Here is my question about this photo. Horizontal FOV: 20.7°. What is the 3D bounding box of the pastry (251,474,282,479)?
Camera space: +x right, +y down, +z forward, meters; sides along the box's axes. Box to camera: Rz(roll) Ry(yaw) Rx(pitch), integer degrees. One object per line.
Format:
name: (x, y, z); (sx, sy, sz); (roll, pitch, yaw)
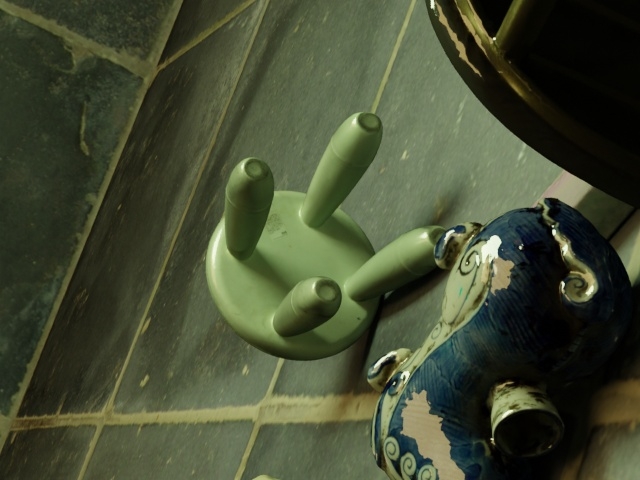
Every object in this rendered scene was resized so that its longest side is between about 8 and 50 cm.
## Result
pastry: (-0.045, 0.341, 1.595); (0.265, 0.133, 0.265); (-52, 25, 36)

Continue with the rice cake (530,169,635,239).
rice cake: (0.217, -0.028, 1.466); (0.365, 0.056, 0.073); (-53, 23, 37)

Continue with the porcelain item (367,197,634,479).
porcelain item: (0.140, 0.113, 1.378); (0.288, 0.138, 0.186); (-58, 29, 26)

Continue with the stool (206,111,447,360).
stool: (0.000, 0.000, 1.806); (0.195, 0.195, 0.199); (59, 150, 14)

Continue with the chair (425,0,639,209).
chair: (0.281, -0.246, 1.077); (0.362, 0.364, 0.410); (-83, 20, -44)
